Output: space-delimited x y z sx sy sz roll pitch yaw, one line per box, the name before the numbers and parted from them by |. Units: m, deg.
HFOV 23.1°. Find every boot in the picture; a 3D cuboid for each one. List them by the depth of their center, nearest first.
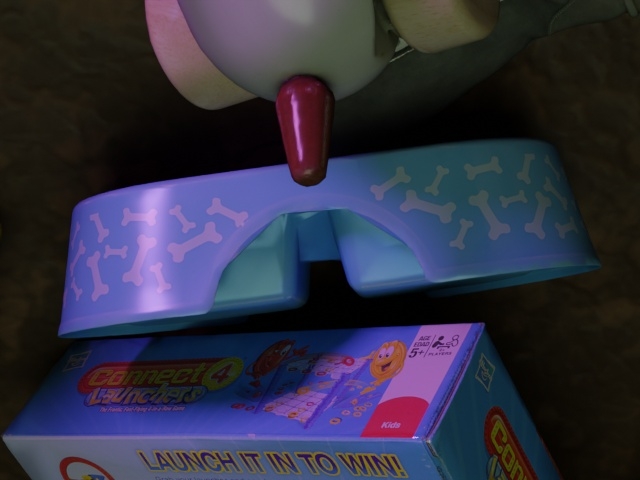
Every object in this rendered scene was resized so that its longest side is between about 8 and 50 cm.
boot | 0.055 -0.147 0.823 0.208 0.076 0.190 -20 119 19

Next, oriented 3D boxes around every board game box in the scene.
board game box | 0.011 0.192 0.939 0.308 0.086 0.302 -5 127 36

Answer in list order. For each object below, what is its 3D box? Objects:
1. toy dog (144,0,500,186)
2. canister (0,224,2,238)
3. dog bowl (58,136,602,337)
toy dog | -0.053 -0.148 0.666 0.333 0.161 0.220 32 132 -30
canister | -0.259 0.057 0.933 0.126 0.073 0.170 11 120 -9
dog bowl | 0.000 0.000 0.858 0.297 0.166 0.074 -8 85 3
